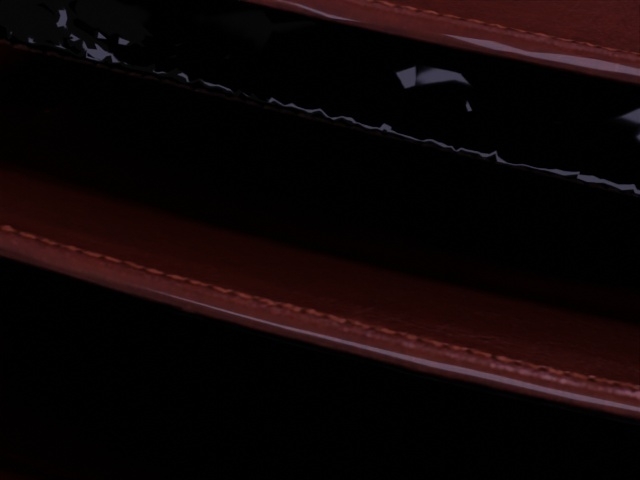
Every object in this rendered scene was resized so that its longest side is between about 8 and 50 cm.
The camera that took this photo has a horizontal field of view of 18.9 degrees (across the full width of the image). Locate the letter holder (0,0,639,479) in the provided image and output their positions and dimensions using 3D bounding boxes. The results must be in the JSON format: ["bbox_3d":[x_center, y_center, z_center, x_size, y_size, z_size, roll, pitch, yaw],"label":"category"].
[{"bbox_3d":[0.000,0.000,0.503,0.302,0.214,0.152,14,112,14],"label":"letter holder"}]
